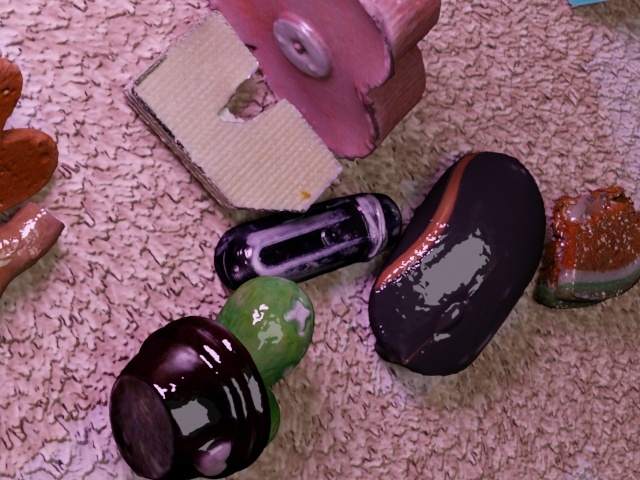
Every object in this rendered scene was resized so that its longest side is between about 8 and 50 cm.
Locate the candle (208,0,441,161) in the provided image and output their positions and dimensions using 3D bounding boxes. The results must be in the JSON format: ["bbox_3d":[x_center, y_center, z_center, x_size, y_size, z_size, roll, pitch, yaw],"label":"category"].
[{"bbox_3d":[-0.001,-0.253,1.360,0.131,0.287,0.317,-48,160,-25],"label":"candle"}]

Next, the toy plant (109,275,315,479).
[{"bbox_3d":[-0.109,0.156,1.339,0.235,0.175,0.218,-22,133,-47],"label":"toy plant"}]

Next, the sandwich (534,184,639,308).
[{"bbox_3d":[0.405,0.007,1.729,0.235,0.079,0.159,-12,99,-32],"label":"sandwich"}]

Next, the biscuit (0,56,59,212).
[{"bbox_3d":[-0.333,-0.100,1.194,0.186,0.036,0.192,-26,144,-40],"label":"biscuit"}]

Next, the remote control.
[{"bbox_3d":[0.000,0.000,1.464,0.266,0.066,0.090,-17,103,-32],"label":"remote control"}]

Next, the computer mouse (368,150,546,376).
[{"bbox_3d":[0.185,0.027,1.564,0.183,0.116,0.323,41,71,-25],"label":"computer mouse"}]

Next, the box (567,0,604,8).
[{"bbox_3d":[0.463,-0.431,1.606,0.118,0.311,0.205,-20,103,-41],"label":"box"}]

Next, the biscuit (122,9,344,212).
[{"bbox_3d":[-0.094,-0.127,1.393,0.250,0.046,0.147,48,67,-19],"label":"biscuit"}]

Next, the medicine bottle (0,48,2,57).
[{"bbox_3d":[-0.417,-0.172,1.161,0.188,0.088,0.132,-43,117,-24],"label":"medicine bottle"}]

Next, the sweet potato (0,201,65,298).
[{"bbox_3d":[-0.360,0.080,1.232,0.067,0.059,0.281,39,70,-20],"label":"sweet potato"}]
